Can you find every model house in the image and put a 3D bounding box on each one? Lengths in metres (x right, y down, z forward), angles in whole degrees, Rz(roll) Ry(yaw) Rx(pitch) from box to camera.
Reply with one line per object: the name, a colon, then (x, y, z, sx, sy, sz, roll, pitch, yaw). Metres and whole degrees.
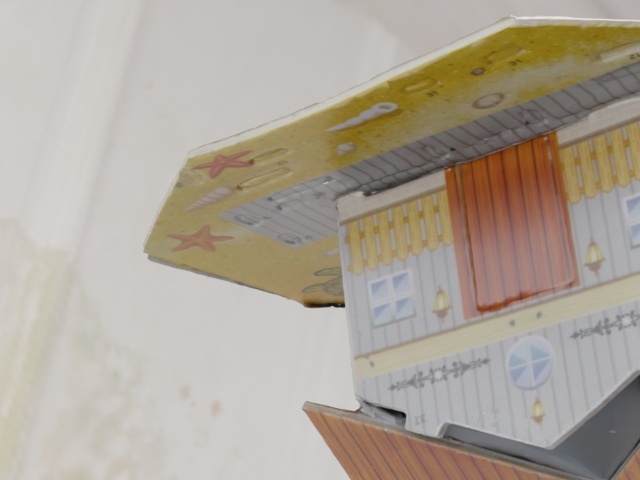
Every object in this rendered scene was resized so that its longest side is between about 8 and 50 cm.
model house: (0.065, 0.045, 0.485, 0.207, 0.219, 0.135, 25, -128, -53)
